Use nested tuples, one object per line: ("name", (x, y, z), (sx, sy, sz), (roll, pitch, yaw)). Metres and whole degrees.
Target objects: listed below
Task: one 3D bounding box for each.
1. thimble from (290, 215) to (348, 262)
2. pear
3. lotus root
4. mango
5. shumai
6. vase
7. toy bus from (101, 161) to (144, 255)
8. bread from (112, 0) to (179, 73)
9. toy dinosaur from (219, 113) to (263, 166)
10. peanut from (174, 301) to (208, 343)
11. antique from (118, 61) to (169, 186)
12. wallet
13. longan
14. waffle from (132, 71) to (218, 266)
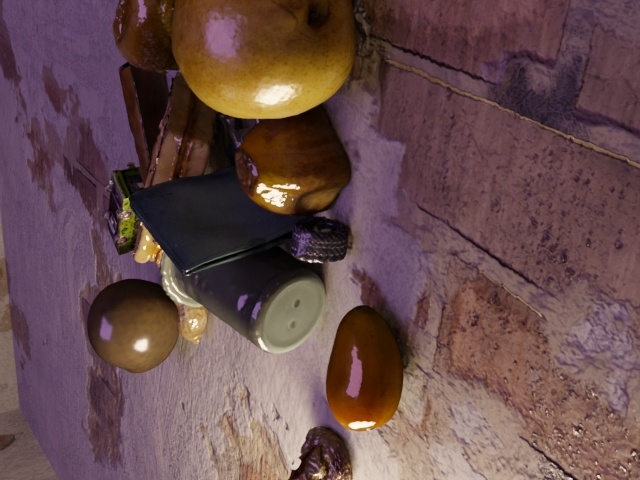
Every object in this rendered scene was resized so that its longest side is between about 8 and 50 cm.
("thimble", (-0.001, 0.001, 1.502), (0.095, 0.104, 0.066), (17, 111, 25))
("pear", (-0.092, -0.343, 1.344), (0.314, 0.314, 0.314), (26, 122, 51))
("lotus root", (-0.074, -0.133, 1.504), (0.188, 0.180, 0.199), (60, 143, 18))
("mango", (0.078, 0.228, 1.450), (0.151, 0.120, 0.221), (30, 117, 51))
("shumai", (0.005, 0.452, 1.678), (0.139, 0.105, 0.123), (21, 118, 23))
("vase", (-0.148, 0.089, 1.655), (0.291, 0.245, 0.245), (34, 128, 41))
("toy bus", (-0.496, -0.081, 2.208), (0.113, 0.139, 0.302), (64, 153, 20))
("bread", (-0.320, -0.453, 1.745), (0.246, 0.195, 0.176), (-50, 53, 53))
("toy dinosaur", (-0.149, -0.176, 1.726), (0.247, 0.075, 0.188), (14, 122, 49))
("peanut", (-0.329, 0.152, 2.078), (0.104, 0.085, 0.228), (12, 113, 65))
("antique", (-0.419, -0.286, 2.054), (0.093, 0.087, 0.310), (-3, 99, 59))
("wallet", (-0.189, -0.050, 1.602), (0.251, 0.290, 0.054), (42, 137, 40))
("longan", (-0.495, 0.229, 2.211), (0.258, 0.258, 0.258), (26, 122, 51))
("waffle", (-0.322, -0.149, 1.825), (0.261, 0.114, 0.376), (-90, 19, -47))
